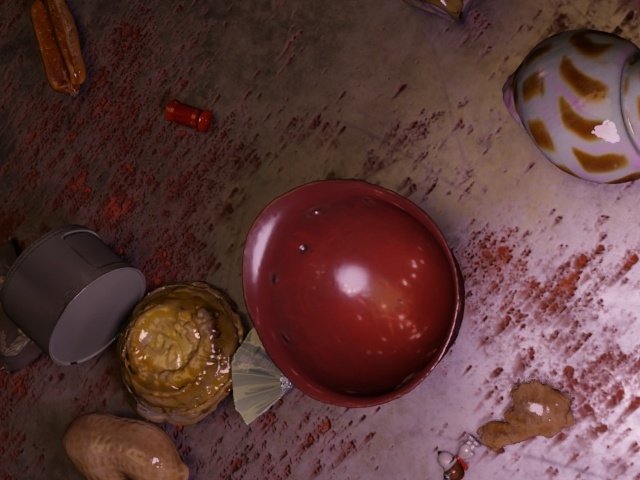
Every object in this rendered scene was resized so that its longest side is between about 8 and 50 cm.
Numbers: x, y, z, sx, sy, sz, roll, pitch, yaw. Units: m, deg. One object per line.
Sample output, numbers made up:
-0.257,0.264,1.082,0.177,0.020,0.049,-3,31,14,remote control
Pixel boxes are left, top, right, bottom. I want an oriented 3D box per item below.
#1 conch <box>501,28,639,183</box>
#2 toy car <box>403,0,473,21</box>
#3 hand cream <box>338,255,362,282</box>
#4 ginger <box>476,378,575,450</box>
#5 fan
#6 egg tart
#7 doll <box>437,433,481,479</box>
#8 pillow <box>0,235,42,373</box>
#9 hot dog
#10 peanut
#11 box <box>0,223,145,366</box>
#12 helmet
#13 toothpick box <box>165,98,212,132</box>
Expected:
0.445,-0.210,1.449,0.368,0.197,0.249,16,74,19,conch
0.160,-0.515,1.512,0.226,0.336,0.242,33,98,23,toy car
0.000,0.000,1.693,0.171,0.043,0.065,38,97,19,hand cream
0.320,0.277,1.524,0.165,0.067,0.096,-25,98,19,ginger
-0.086,0.217,1.704,0.131,0.009,0.240,32,90,3,fan
-0.270,0.204,1.759,0.279,0.095,0.278,-4,78,19,egg tart
0.231,0.361,1.572,0.085,0.040,0.058,-32,64,17,doll
-0.642,0.136,1.942,0.169,0.059,0.255,-35,74,19,pillow
-0.527,-0.394,1.935,0.092,0.062,0.235,-21,75,19,hot dog
-0.361,0.396,1.772,0.253,0.122,0.137,6,97,19,peanut
-0.460,0.100,1.777,0.149,0.226,0.226,38,100,20,box
0.081,0.088,1.552,0.385,0.230,0.337,31,97,29,helmet
-0.249,-0.236,1.814,0.083,0.047,0.047,20,94,22,toothpick box
